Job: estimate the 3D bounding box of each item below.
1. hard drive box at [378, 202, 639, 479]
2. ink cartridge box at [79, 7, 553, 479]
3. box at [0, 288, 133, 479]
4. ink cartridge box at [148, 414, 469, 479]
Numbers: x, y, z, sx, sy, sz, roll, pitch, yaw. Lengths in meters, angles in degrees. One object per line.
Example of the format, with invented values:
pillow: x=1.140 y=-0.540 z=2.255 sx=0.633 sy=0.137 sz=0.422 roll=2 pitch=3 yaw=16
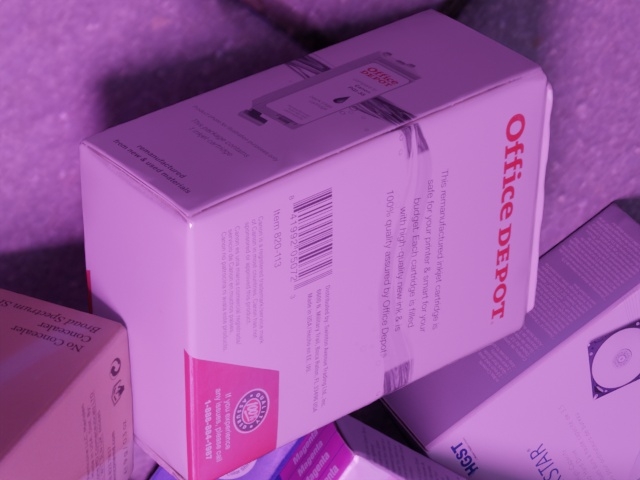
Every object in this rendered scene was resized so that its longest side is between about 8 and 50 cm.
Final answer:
hard drive box: x=0.181 y=0.115 z=1.487 sx=0.232 sy=0.089 sz=0.181 roll=-37 pitch=132 yaw=-4
ink cartridge box: x=0.000 y=0.000 z=1.245 sx=0.283 sy=0.117 sz=0.207 roll=-24 pitch=131 yaw=-32
box: x=-0.240 y=0.159 z=1.114 sx=0.311 sy=0.148 sz=0.121 roll=-53 pitch=151 yaw=-51
ink cartridge box: x=-0.005 y=0.293 z=1.409 sx=0.330 sy=0.071 sz=0.324 roll=29 pitch=107 yaw=-16
